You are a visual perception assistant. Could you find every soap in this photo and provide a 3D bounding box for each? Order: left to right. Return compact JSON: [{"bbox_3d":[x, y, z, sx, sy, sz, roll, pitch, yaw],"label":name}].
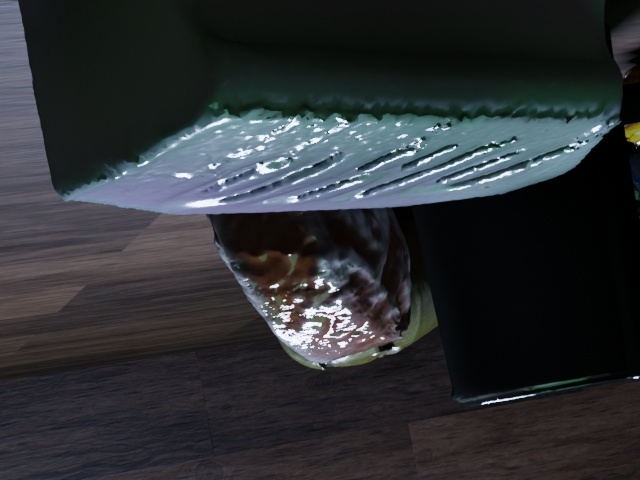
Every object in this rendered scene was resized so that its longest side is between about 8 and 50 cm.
[{"bbox_3d":[0.027,-0.116,1.014,0.446,0.156,0.261,-4,169,-42],"label":"soap"}]

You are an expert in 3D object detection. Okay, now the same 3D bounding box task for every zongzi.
[{"bbox_3d":[-0.002,0.065,1.940,0.393,0.174,0.356,-10,-168,41],"label":"zongzi"}]

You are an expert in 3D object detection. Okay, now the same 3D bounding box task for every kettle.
[{"bbox_3d":[0.209,-0.023,1.317,0.262,0.308,0.203,-12,172,11],"label":"kettle"}]

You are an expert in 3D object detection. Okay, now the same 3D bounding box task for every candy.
[{"bbox_3d":[0.000,0.000,1.484,0.157,0.214,0.289,-16,150,20],"label":"candy"}]

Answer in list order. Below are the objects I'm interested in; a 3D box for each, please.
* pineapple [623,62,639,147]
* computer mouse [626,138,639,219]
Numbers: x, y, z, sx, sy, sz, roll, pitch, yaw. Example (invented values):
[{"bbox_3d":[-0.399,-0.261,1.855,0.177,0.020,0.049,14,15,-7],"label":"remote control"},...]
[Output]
[{"bbox_3d":[0.375,-0.150,1.464,0.225,0.076,0.225,-10,168,-2],"label":"pineapple"},{"bbox_3d":[0.404,-0.073,1.927,0.233,0.096,0.137,-1,167,-43],"label":"computer mouse"}]
